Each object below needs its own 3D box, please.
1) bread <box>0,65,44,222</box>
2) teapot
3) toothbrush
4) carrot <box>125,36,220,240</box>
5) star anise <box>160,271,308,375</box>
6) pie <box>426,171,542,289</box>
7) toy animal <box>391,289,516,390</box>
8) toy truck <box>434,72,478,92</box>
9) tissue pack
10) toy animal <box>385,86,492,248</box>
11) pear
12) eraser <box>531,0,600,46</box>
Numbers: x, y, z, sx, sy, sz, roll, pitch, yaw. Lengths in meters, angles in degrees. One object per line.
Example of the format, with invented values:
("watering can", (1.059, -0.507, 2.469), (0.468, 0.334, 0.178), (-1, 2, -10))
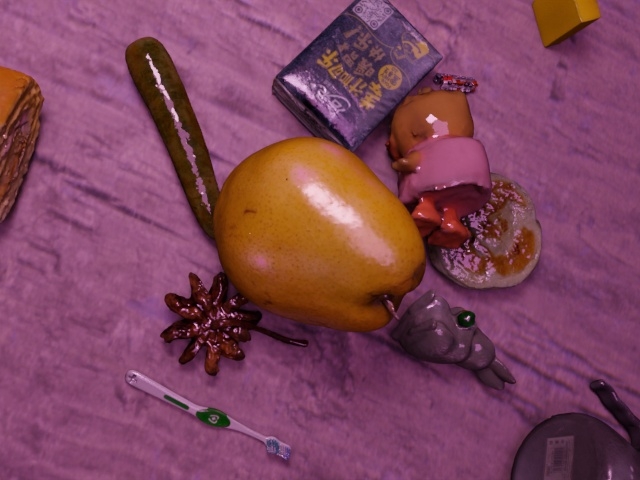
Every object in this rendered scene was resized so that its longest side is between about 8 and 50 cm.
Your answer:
("bread", (-0.621, -0.183, 0.812), (0.375, 0.165, 0.237), (14, 81, -9))
("teapot", (0.505, 0.435, 1.021), (0.285, 0.305, 0.223), (33, 116, -15))
("toothbrush", (-0.183, 0.288, 0.944), (0.304, 0.030, 0.030), (29, 80, -6))
("carrot", (-0.227, -0.162, 0.944), (0.074, 0.074, 0.359), (-23, 92, -13))
("star anise", (-0.146, 0.126, 0.941), (0.233, 0.073, 0.177), (-15, 98, -20))
("pie", (0.302, -0.016, 1.056), (0.240, 0.054, 0.241), (1, 83, -12))
("toy animal", (0.243, 0.182, 1.016), (0.236, 0.138, 0.108), (34, 38, -30))
("toy truck", (0.256, -0.299, 1.081), (0.083, 0.024, 0.032), (0, 63, -14))
("tissue pack", (0.066, -0.298, 1.010), (0.185, 0.081, 0.257), (44, 78, -4))
("toy animal", (0.193, -0.144, 0.963), (0.195, 0.169, 0.281), (21, 47, -41))
("pear", (-0.009, -0.009, 0.852), (0.284, 0.336, 0.285), (-8, 107, -29))
("eraser", (0.465, -0.439, 1.087), (0.045, 0.122, 0.097), (-17, 89, -11))
